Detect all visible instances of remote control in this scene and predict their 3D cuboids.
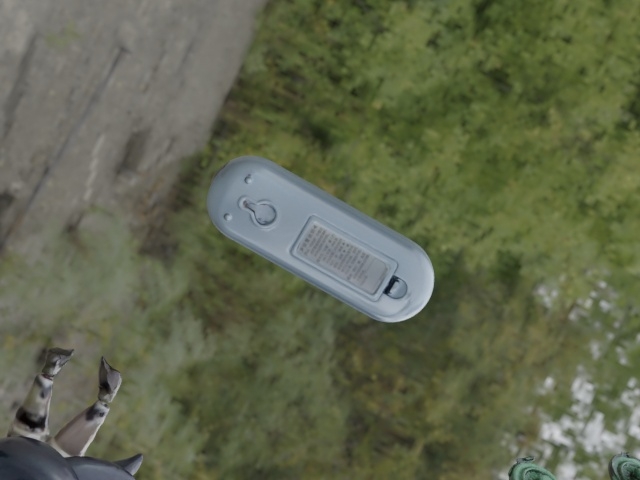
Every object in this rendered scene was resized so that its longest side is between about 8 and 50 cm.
[{"bbox_3d":[0.000,0.000,1.336,0.087,0.244,0.047,-60,-176,16],"label":"remote control"}]

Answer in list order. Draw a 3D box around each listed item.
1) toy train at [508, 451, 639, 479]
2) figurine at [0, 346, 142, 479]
[{"bbox_3d":[0.281,0.314,1.385,0.285,0.177,0.116,5,129,-39],"label":"toy train"},{"bbox_3d":[-0.240,0.220,1.000,0.197,0.175,0.265,-34,147,-51],"label":"figurine"}]
